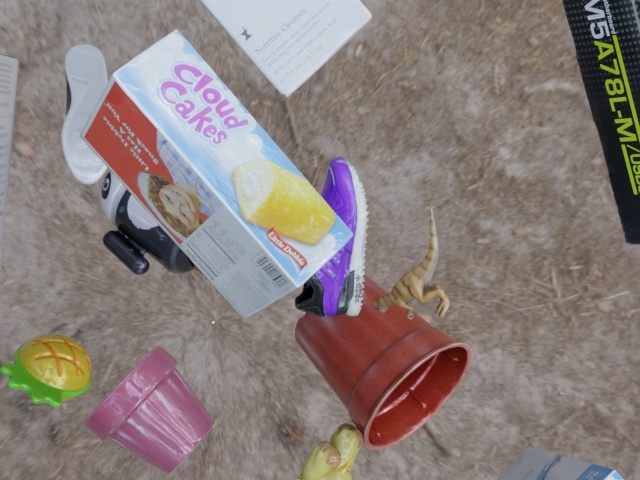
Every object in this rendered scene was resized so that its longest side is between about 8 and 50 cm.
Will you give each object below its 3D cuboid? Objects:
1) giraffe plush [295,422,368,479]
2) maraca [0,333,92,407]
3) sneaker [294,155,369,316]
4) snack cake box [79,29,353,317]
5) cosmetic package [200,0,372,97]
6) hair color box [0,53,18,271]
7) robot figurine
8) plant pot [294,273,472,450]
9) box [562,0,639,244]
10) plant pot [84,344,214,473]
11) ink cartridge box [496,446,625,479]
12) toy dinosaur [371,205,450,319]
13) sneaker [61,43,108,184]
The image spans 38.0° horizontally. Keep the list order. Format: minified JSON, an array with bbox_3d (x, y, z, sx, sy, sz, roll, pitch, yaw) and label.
[{"bbox_3d":[0.045,0.498,1.851,0.170,0.181,0.210,40,64,18],"label":"giraffe plush"},{"bbox_3d":[-0.425,0.206,1.453,0.127,0.185,0.099,30,104,1],"label":"maraca"},{"bbox_3d":[0.000,0.001,1.631,0.146,0.102,0.293,-3,105,-13],"label":"sneaker"},{"bbox_3d":[-0.109,-0.058,0.935,0.264,0.152,0.089,49,61,-5],"label":"snack cake box"},{"bbox_3d":[-0.111,-0.464,1.633,0.217,0.156,0.385,-43,97,5],"label":"cosmetic package"},{"bbox_3d":[-0.346,0.002,0.819,0.105,0.174,0.347,6,97,-9],"label":"hair color box"},{"bbox_3d":[-0.277,-0.050,1.713,0.278,0.209,0.173,37,126,18],"label":"robot figurine"},{"bbox_3d":[0.106,0.217,1.816,0.272,0.272,0.265,-41,59,-8],"label":"plant pot"},{"bbox_3d":[0.202,-0.121,0.500,0.191,0.045,0.184,-36,112,-37],"label":"box"},{"bbox_3d":[-0.304,0.325,1.727,0.180,0.201,0.201,42,82,0],"label":"plant pot"},{"bbox_3d":[0.341,0.434,1.283,0.197,0.270,0.198,-44,94,-12],"label":"ink cartridge box"},{"bbox_3d":[0.151,0.064,1.420,0.112,0.064,0.211,34,125,-3],"label":"toy dinosaur"},{"bbox_3d":[-0.438,-0.217,1.790,0.105,0.147,0.295,-6,65,-9],"label":"sneaker"}]
